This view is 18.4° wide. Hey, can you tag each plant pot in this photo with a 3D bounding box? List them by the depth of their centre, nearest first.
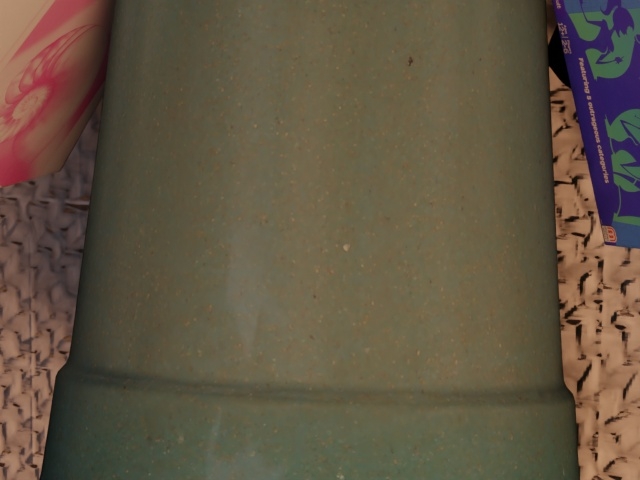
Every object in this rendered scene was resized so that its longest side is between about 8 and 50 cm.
[{"bbox_3d":[0.000,0.000,1.170,0.341,0.341,0.334,3,91,30],"label":"plant pot"}]

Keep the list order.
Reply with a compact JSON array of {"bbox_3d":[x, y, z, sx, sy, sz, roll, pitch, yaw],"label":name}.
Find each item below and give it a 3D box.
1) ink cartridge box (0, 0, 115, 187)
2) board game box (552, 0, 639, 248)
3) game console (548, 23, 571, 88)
[{"bbox_3d":[-0.148,-0.171,1.220,0.071,0.330,0.324,39,115,14],"label":"ink cartridge box"},{"bbox_3d":[0.222,-0.070,1.061,0.210,0.047,0.160,6,115,55],"label":"board game box"},{"bbox_3d":[0.283,-0.212,1.120,0.213,0.044,0.361,30,110,24],"label":"game console"}]
